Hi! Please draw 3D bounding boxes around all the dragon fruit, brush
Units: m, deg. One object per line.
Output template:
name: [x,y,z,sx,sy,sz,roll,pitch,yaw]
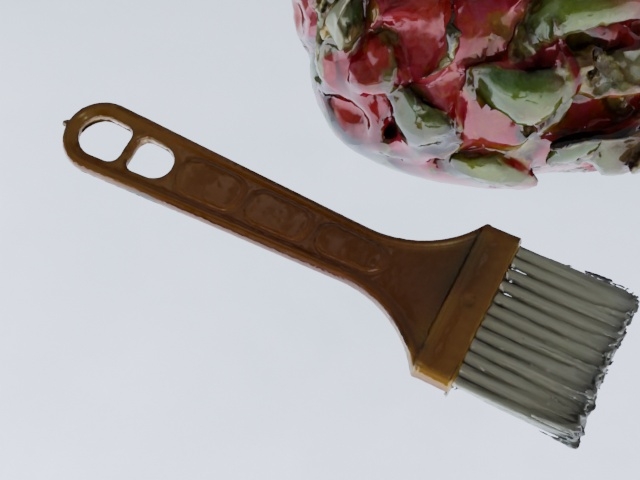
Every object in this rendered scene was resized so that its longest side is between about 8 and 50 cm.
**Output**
dragon fruit: [0.131,-0.145,0.708,0.303,0.231,0.237,4,176,-11]
brush: [0.000,0.000,0.568,0.314,0.090,0.017,25,159,13]
